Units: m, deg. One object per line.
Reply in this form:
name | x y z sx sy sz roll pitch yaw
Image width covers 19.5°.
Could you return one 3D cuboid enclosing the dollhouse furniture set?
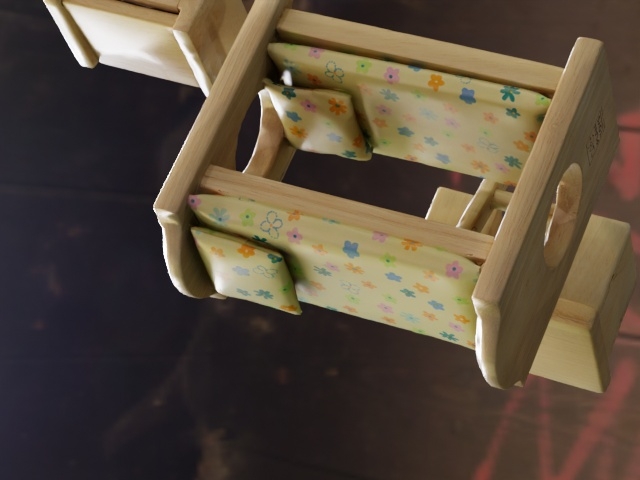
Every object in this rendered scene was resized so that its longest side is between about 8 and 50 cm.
dollhouse furniture set | 0.000 0.000 0.625 0.182 0.161 0.101 15 -114 22
